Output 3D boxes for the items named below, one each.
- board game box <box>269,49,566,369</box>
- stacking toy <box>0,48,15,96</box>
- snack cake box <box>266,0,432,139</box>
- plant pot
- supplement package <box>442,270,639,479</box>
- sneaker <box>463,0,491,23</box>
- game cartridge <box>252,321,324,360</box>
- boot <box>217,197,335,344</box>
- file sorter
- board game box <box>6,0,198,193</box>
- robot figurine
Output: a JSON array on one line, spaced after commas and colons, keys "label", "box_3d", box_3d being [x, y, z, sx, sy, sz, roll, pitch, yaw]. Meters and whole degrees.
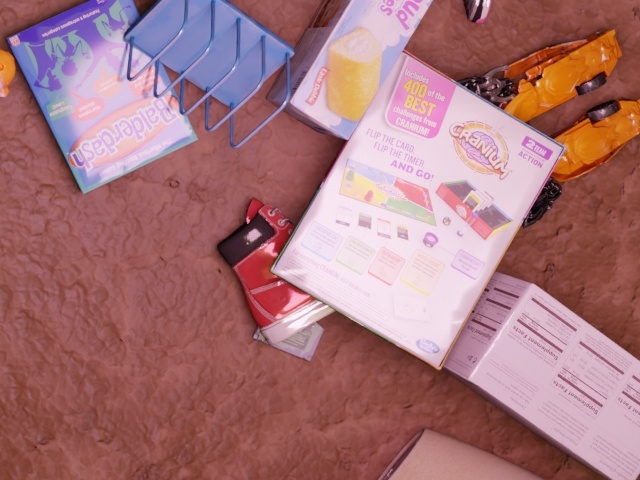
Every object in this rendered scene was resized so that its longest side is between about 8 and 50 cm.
[{"label": "board game box", "box_3d": [0.118, -0.037, 1.661, 0.242, 0.064, 0.317, 31, 87, -3]}, {"label": "stacking toy", "box_3d": [-0.490, -0.139, 1.585, 0.302, 0.165, 0.175, -36, 105, -17]}, {"label": "snack cake box", "box_3d": [0.048, -0.261, 1.667, 0.089, 0.152, 0.264, 31, 90, -15]}, {"label": "plant pot", "box_3d": [0.201, 0.376, 1.742, 0.274, 0.256, 0.256, 40, 87, 3]}, {"label": "supplement package", "box_3d": [0.295, 0.172, 1.739, 0.262, 0.204, 0.145, 36, 87, -13]}, {"label": "sneaker", "box_3d": [0.173, -0.359, 1.728, 0.074, 0.063, 0.170, -11, 95, -8]}, {"label": "game cartridge", "box_3d": [-0.040, 0.117, 1.762, 0.083, 0.017, 0.056, 24, 95, -13]}, {"label": "boot", "box_3d": [0.000, 0.000, 1.725, 0.244, 0.088, 0.176, -28, 92, -11]}, {"label": "file sorter", "box_3d": [-0.131, -0.207, 1.603, 0.170, 0.104, 0.118, 32, 125, -30]}, {"label": "board game box", "box_3d": [-0.267, -0.185, 1.664, 0.160, 0.047, 0.210, -27, 101, -8]}, {"label": "robot figurine", "box_3d": [0.280, -0.145, 1.762, 0.291, 0.085, 0.211, -28, 101, -8]}]
